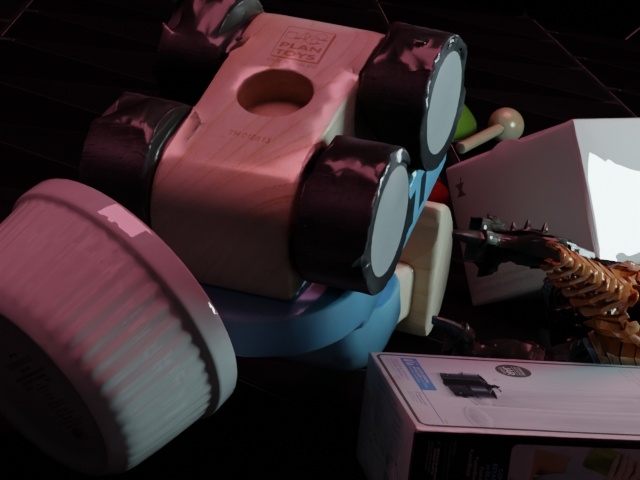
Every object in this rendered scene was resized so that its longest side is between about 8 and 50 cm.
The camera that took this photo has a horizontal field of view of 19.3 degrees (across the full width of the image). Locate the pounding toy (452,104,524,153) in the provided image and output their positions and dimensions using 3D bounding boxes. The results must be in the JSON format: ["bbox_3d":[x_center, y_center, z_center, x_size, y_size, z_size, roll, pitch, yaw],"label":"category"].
[{"bbox_3d":[0.166,-0.209,2.743,0.237,0.110,0.183,17,17,35],"label":"pounding toy"}]

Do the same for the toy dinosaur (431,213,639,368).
[{"bbox_3d":[0.215,0.056,1.519,0.218,0.322,0.164,10,53,20],"label":"toy dinosaur"}]

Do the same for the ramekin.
[{"bbox_3d":[-0.169,0.069,1.321,0.207,0.207,0.109,19,51,41],"label":"ramekin"}]

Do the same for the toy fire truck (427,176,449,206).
[{"bbox_3d":[0.050,-0.031,1.905,0.217,0.158,0.246,-1,18,-30],"label":"toy fire truck"}]

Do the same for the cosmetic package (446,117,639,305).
[{"bbox_3d":[0.334,-0.035,1.927,0.366,0.155,0.197,-6,-9,-36],"label":"cosmetic package"}]

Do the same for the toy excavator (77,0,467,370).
[{"bbox_3d":[0.000,0.000,1.538,0.222,0.445,0.433,12,43,16],"label":"toy excavator"}]

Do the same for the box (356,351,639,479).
[{"bbox_3d":[0.185,0.154,1.377,0.290,0.087,0.169,4,14,-10],"label":"box"}]
